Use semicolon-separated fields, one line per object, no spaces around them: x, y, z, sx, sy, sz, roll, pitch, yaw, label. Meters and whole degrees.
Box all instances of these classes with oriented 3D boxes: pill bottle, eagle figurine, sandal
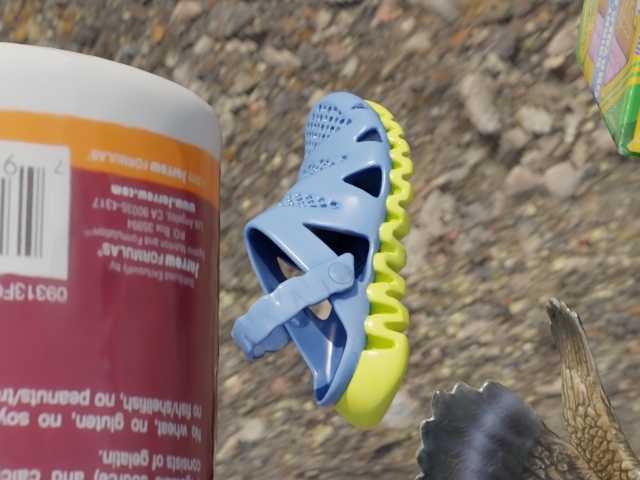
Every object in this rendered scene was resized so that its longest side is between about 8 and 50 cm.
-0.155;0.129;0.834;0.224;0.224;0.392;3;80;-12;pill bottle
0.230;0.200;1.448;0.298;0.226;0.225;31;81;17;eagle figurine
0.000;0.000;1.632;0.138;0.126;0.317;14;51;-16;sandal

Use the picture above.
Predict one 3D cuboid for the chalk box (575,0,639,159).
0.190;-0.113;0.835;0.132;0.213;0.132;10;108;-1;chalk box
